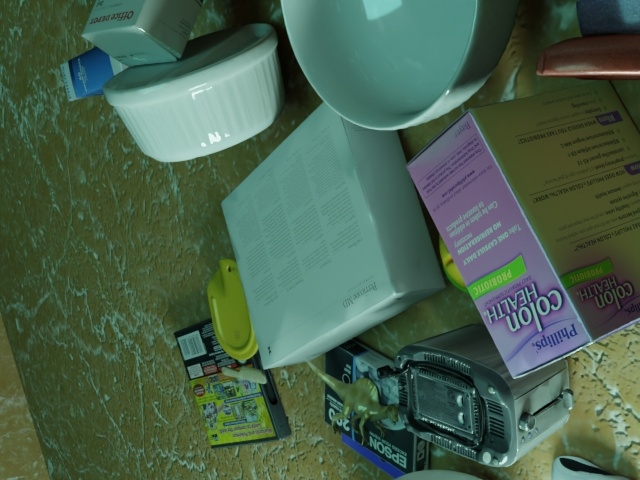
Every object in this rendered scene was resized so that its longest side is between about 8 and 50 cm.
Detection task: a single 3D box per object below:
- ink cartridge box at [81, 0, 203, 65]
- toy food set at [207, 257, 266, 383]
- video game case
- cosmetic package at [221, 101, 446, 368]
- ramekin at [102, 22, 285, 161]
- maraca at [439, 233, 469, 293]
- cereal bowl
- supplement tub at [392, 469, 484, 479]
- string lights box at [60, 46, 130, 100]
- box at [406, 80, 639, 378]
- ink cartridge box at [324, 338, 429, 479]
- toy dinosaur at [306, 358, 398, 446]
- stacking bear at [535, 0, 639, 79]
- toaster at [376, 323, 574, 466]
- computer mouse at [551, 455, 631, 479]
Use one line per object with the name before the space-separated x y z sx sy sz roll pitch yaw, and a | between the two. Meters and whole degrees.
ink cartridge box | -0.244 -0.380 1.389 0.160 0.093 0.219 5 71 47
toy food set | -0.126 0.133 1.630 0.128 0.071 0.217 -7 93 47
video game case | -0.173 0.267 1.783 0.275 0.035 0.248 -24 84 54
cosmetic package | 0.000 0.000 1.353 0.377 0.098 0.284 -36 63 53
ramekin | -0.176 -0.219 1.404 0.273 0.273 0.127 11 128 52
maraca | 0.203 -0.026 1.102 0.127 0.099 0.185 25 97 44
cereal bowl | 0.103 -0.301 1.083 0.339 0.141 0.338 25 123 47
supplement tub | 0.157 0.492 1.253 0.228 0.228 0.316 28 125 46
string lights box | -0.363 -0.318 1.719 0.260 0.133 0.076 -3 102 54
box | 0.243 -0.018 0.942 0.117 0.214 0.242 -43 69 52
ink cartridge box | 0.083 0.271 1.425 0.206 0.045 0.208 24 123 47
toy dinosaur | 0.052 0.243 1.388 0.183 0.053 0.092 24 106 38
stacking bear | 0.295 -0.288 0.820 0.164 0.175 0.288 6 100 32
toaster | 0.195 0.179 1.145 0.227 0.147 0.129 10 111 51
computer mouse | 0.338 0.309 1.093 0.193 0.042 0.106 8 111 52
